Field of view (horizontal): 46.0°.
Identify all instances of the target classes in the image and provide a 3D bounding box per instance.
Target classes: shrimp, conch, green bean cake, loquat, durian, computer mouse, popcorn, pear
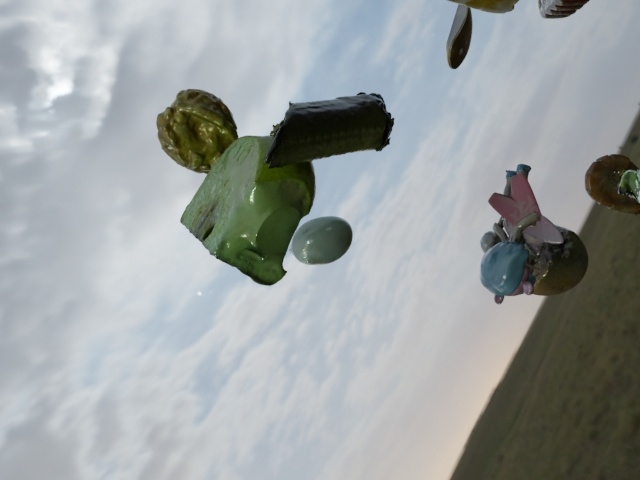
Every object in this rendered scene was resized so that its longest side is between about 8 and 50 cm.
[{"bbox_3d":[0.751,-0.135,1.865,0.053,0.236,0.133,-5,67,70],"label":"shrimp"},{"bbox_3d":[0.001,0.005,1.991,0.221,0.185,0.121,-5,-100,-69],"label":"conch"},{"bbox_3d":[0.608,-0.681,1.877,0.198,0.097,0.233,119,148,-86],"label":"green bean cake"},{"bbox_3d":[0.540,0.045,1.808,0.179,0.179,0.227,-61,18,-7],"label":"loquat"},{"bbox_3d":[0.695,-0.097,1.515,0.375,0.106,0.132,-73,-26,-81],"label":"durian"},{"bbox_3d":[0.353,-0.518,1.884,0.102,0.045,0.199,70,-147,-52],"label":"computer mouse"},{"bbox_3d":[-0.285,-0.257,1.746,0.197,0.155,0.197,-9,-63,-18],"label":"popcorn"},{"bbox_3d":[-0.122,-0.080,1.516,0.176,0.286,0.282,25,-85,-31],"label":"pear"}]

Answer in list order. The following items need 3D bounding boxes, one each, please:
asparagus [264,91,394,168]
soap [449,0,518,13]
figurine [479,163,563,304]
[{"bbox_3d":[0.007,-0.212,1.436,0.382,0.128,0.108,-17,-11,-47],"label":"asparagus"},{"bbox_3d":[0.204,-0.537,1.113,0.293,0.156,0.335,5,-105,-33],"label":"soap"},{"bbox_3d":[0.341,-0.013,1.409,0.205,0.103,0.260,-22,56,58],"label":"figurine"}]
